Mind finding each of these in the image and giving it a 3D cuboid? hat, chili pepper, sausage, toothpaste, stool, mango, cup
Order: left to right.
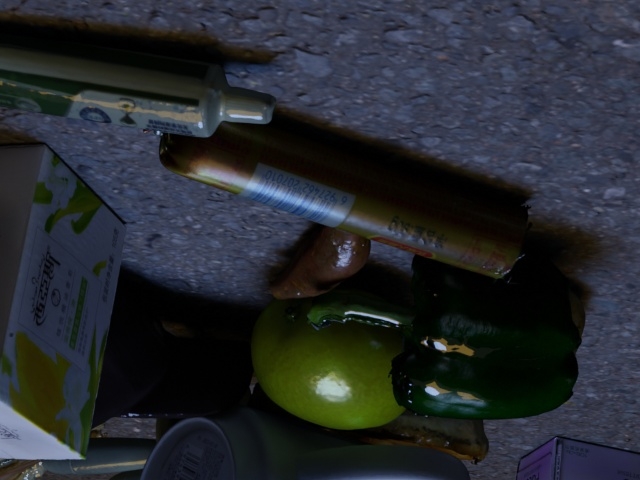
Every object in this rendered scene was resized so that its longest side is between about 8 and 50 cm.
[{"bbox_3d":[-0.229,-0.136,1.317,0.392,0.061,0.098,9,158,6],"label":"toothpaste"},{"bbox_3d":[-0.249,0.099,1.798,0.336,0.209,0.238,-13,-166,-14],"label":"hat"},{"bbox_3d":[-0.213,0.230,2.017,0.199,0.195,0.195,1,157,28],"label":"stool"},{"bbox_3d":[-0.005,0.313,1.839,0.327,0.236,0.323,22,137,-37],"label":"cup"},{"bbox_3d":[0.014,-0.046,1.420,0.372,0.082,0.082,17,156,-20],"label":"sausage"},{"bbox_3d":[0.018,0.133,1.753,0.185,0.149,0.273,8,169,4],"label":"mango"},{"bbox_3d":[0.119,0.092,1.560,0.261,0.165,0.173,4,126,-6],"label":"chili pepper"}]

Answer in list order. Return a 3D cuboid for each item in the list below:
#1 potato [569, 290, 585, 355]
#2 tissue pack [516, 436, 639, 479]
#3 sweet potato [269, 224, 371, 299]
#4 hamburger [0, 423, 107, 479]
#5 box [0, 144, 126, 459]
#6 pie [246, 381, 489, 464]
[{"bbox_3d":[0.231,0.093,1.682,0.092,0.070,0.138,5,157,5],"label":"potato"},{"bbox_3d":[0.409,0.353,2.214,0.246,0.092,0.148,13,156,-9],"label":"tissue pack"},{"bbox_3d":[0.010,0.004,1.570,0.078,0.058,0.255,31,153,2],"label":"sweet potato"},{"bbox_3d":[-0.467,0.229,2.103,0.330,0.209,0.162,-24,155,-19],"label":"hamburger"},{"bbox_3d":[-0.292,0.064,1.550,0.111,0.260,0.194,0,157,21],"label":"box"},{"bbox_3d":[0.060,0.222,2.022,0.315,0.092,0.315,9,165,2],"label":"pie"}]
